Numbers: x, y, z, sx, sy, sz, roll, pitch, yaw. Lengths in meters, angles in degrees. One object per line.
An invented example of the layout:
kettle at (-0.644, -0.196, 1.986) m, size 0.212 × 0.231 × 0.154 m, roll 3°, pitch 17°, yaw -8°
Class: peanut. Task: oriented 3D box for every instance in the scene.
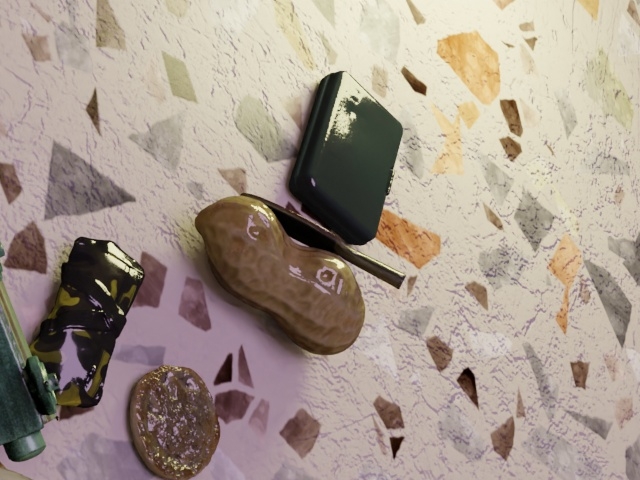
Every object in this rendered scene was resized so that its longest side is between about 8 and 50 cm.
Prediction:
peanut at (-0.047, 0.044, 2.217) m, size 0.298 × 0.136 × 0.120 m, roll 39°, pitch 28°, yaw -30°

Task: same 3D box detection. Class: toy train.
toy train at (-0.367, 0.100, 1.826) m, size 0.116 × 0.177 × 0.285 m, roll -23°, pitch 92°, yaw -9°

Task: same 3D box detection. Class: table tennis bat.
table tennis bat at (0.000, 0.000, 2.248) m, size 0.246 × 0.138 × 0.022 m, roll 27°, pitch 81°, yaw 2°

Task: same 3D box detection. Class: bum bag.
bum bag at (-0.278, 0.095, 1.993) m, size 0.106 × 0.060 × 0.232 m, roll 36°, pitch 48°, yaw -23°

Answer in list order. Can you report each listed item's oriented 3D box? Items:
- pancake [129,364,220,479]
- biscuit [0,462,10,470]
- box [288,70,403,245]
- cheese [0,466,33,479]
pancake at (-0.177, 0.226, 2.081) m, size 0.151 × 0.025 × 0.152 m, roll 23°, pitch 57°, yaw -41°
biscuit at (-0.388, 0.343, 1.771) m, size 0.376 × 0.051 × 0.269 m, roll 45°, pitch 43°, yaw -29°
box at (0.039, -0.121, 2.451) m, size 0.160 × 0.050 × 0.230 m, roll 41°, pitch 47°, yaw -30°
cheese at (-0.299, 0.335, 1.723) m, size 0.198 × 0.154 × 0.189 m, roll 32°, pitch 54°, yaw -41°
